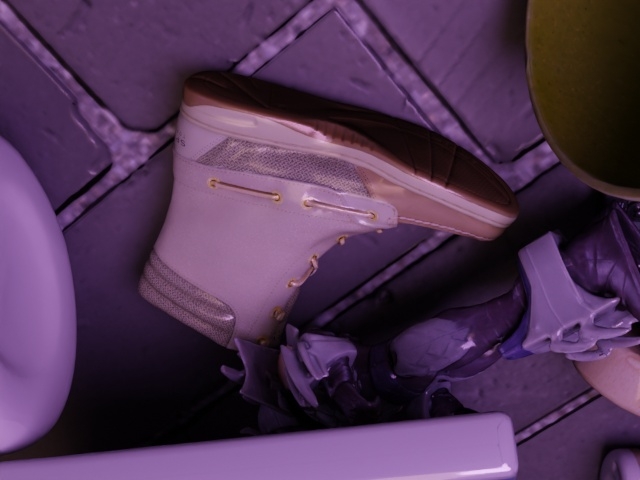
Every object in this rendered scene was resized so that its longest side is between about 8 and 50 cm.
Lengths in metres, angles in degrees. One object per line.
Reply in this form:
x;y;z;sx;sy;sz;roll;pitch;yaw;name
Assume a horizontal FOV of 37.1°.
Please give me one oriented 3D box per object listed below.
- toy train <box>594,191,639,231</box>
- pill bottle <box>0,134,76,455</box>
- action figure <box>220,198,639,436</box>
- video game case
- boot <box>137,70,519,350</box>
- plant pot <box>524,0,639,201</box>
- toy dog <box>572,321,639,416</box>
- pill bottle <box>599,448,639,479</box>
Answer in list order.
0.192;-0.064;0.587;0.036;0.027;0.158;8;116;11;toy train
-0.328;0.052;0.544;0.333;0.188;0.188;-10;114;7;pill bottle
0.066;0.073;0.577;0.285;0.185;0.099;-29;68;25;action figure
-0.047;0.168;0.602;0.329;0.036;0.300;-7;158;7;video game case
0.000;0.000;0.602;0.213;0.077;0.165;17;117;-4;boot
0.297;-0.117;0.446;0.293;0.275;0.275;14;116;-20;plant pot
0.330;0.090;0.577;0.333;0.161;0.220;5;116;1;toy dog
0.288;0.195;0.666;0.169;0.094;0.094;2;115;2;pill bottle
